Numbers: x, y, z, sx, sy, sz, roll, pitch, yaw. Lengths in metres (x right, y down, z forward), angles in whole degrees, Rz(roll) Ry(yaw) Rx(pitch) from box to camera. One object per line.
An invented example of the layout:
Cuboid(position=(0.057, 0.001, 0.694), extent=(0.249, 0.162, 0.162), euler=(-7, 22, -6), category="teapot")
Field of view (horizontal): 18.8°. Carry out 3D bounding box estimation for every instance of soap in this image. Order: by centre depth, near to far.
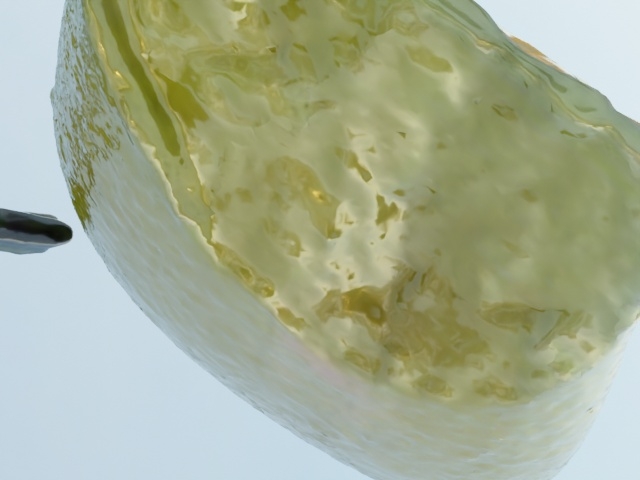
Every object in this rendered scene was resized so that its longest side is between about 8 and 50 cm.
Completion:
Cuboid(position=(-0.002, 0.002, 0.908), extent=(0.306, 0.427, 0.115), euler=(30, -112, 8), category="soap")

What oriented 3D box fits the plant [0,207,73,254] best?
Cuboid(position=(-0.244, -0.153, 0.962), extent=(0.251, 0.180, 0.333), euler=(-10, -96, -26), category="plant")
